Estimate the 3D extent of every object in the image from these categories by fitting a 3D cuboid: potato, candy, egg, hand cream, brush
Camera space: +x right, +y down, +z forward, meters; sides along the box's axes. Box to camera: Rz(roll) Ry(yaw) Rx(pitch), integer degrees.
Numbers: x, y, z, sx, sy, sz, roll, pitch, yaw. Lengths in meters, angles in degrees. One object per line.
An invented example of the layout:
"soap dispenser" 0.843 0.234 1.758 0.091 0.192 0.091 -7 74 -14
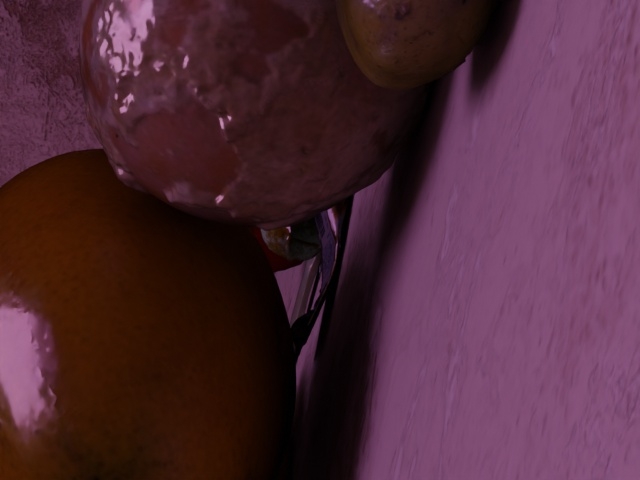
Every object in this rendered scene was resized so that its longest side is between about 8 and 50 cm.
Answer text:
"potato" 0.047 -0.143 0.834 0.105 0.085 0.188 112 175 -46
"candy" 0.009 -0.081 1.316 0.061 0.061 0.202 -130 62 -83
"egg" -0.034 -0.116 0.987 0.245 0.203 0.203 -74 1 -50
"hand cream" 0.000 0.000 1.249 0.062 0.039 0.163 123 154 -69
"brush" -0.029 0.076 1.378 0.033 0.030 0.178 -62 -13 -71

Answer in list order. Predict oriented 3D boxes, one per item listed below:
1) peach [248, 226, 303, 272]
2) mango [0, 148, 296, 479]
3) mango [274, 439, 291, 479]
"peach" -0.048 -0.078 1.434 0.190 0.226 0.196 19 -135 -64
"mango" -0.122 0.080 1.059 0.378 0.221 0.264 -121 16 -74
"mango" -0.079 0.177 1.254 0.141 0.102 0.217 128 153 -63
